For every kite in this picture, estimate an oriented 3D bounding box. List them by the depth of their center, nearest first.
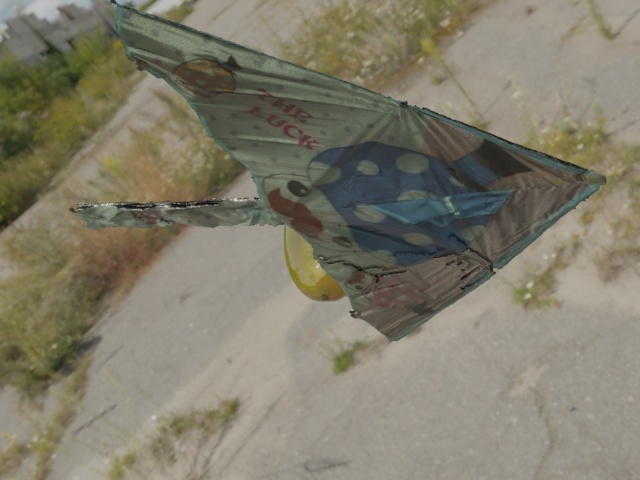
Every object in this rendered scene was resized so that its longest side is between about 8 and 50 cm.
[{"bbox_3d":[-0.005,-0.014,0.472,0.314,0.335,0.011,-4,57,25],"label":"kite"}]

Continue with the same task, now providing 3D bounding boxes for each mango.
[{"bbox_3d":[0.000,0.000,1.226,0.130,0.092,0.194,-41,50,45],"label":"mango"}]
